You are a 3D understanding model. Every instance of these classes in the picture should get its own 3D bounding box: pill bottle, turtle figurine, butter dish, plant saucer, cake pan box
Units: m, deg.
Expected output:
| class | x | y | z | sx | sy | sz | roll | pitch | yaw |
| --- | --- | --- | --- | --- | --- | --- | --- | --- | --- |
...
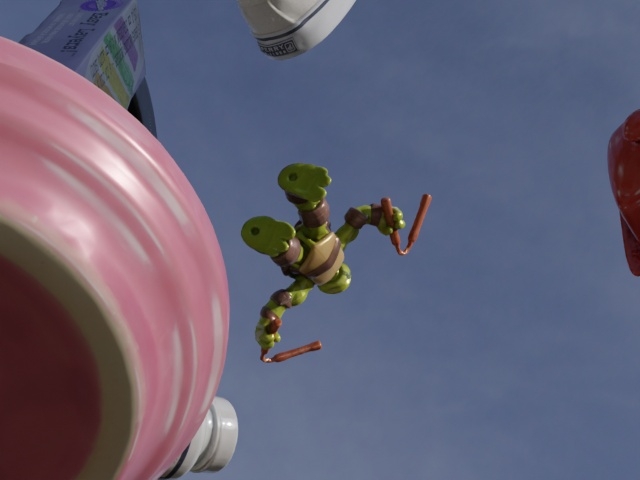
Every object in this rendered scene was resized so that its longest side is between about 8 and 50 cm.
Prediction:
| class | x | y | z | sx | sy | sz | roll | pitch | yaw |
| --- | --- | --- | --- | --- | --- | --- | --- | --- | --- |
| pill bottle | -0.113 | 0.112 | 0.794 | 0.067 | 0.120 | 0.067 | -21 | -118 | 46 |
| turtle figurine | 0.000 | 0.000 | 1.410 | 0.087 | 0.269 | 0.217 | 44 | -8 | 31 |
| butter dish | 0.318 | -0.075 | 1.173 | 0.160 | 0.160 | 0.118 | -30 | -54 | 32 |
| plant saucer | -0.212 | 0.053 | 0.652 | 0.332 | 0.084 | 0.332 | -2 | -57 | -3 |
| cake pan box | -0.180 | -0.032 | 0.974 | 0.070 | 0.267 | 0.246 | 1 | -63 | 6 |

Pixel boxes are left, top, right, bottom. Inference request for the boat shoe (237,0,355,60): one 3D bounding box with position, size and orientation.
| class | x | y | z | sx | sy | sz | roll | pitch | yaw |
| --- | --- | --- | --- | --- | --- | --- | --- | --- | --- |
| boat shoe | 0.003 | -0.377 | 1.458 | 0.135 | 0.367 | 0.156 | 4 | -42 | 43 |
